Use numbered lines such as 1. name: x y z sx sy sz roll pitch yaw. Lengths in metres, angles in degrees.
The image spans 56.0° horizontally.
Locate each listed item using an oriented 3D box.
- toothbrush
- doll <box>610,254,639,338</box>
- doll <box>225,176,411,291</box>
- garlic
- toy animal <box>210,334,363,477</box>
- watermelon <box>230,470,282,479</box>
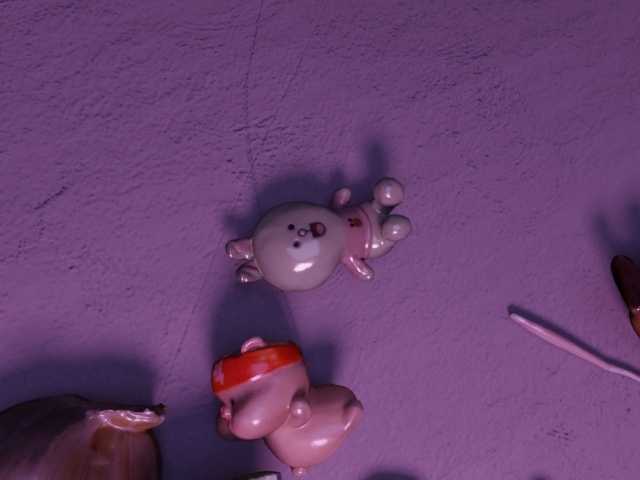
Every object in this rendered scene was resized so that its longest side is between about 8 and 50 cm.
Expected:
1. toothbrush: 0.434 0.192 0.962 0.307 0.025 0.029 28 84 -3
2. doll: 0.636 0.070 0.925 0.340 0.209 0.318 -41 90 -16
3. doll: 0.003 0.003 0.894 0.275 0.113 0.154 -19 73 -5
4. garlic: -0.332 0.322 0.774 0.237 0.210 0.291 37 68 -36
5. toy animal: -0.058 0.215 0.814 0.198 0.171 0.171 37 76 -3
6. watermelon: -0.143 0.426 0.715 0.231 0.193 0.310 52 54 -22
